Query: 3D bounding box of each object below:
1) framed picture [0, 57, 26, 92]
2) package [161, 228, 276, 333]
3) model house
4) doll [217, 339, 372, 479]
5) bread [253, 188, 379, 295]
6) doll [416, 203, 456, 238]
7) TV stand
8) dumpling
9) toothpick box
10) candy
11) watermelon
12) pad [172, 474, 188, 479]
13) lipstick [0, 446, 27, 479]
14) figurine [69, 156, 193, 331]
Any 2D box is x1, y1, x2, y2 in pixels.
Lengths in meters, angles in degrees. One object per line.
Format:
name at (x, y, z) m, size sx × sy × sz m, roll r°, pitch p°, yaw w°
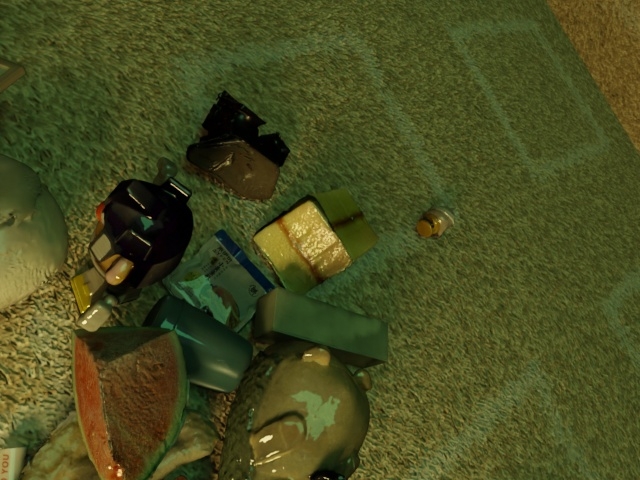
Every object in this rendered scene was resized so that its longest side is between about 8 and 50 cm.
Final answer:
framed picture at (-0.641, -0.249, 0.823) m, size 0.289 × 0.016 × 0.213 m, roll 23°, pitch 55°, yaw 9°
package at (-0.186, 0.087, 1.029) m, size 0.171 × 0.027 × 0.173 m, roll 47°, pitch 55°, yaw -6°
model house at (-0.163, -0.197, 1.135) m, size 0.203 × 0.141 × 0.164 m, roll 40°, pitch 27°, yaw -36°
doll at (-0.048, 0.338, 0.848) m, size 0.247 × 0.247 × 0.349 m, roll 32°, pitch 74°, yaw -17°
bread at (0.002, -0.001, 1.183) m, size 0.167 × 0.163 × 0.264 m, roll 57°, pitch 21°, yaw 4°
doll at (0.303, -0.046, 1.382) m, size 0.127 × 0.073 × 0.084 m, roll -30°, pitch 119°, yaw -34°
TV stand at (0.006, 0.178, 1.064) m, size 0.270 × 0.083 × 0.088 m, roll 21°, pitch 56°, yaw -27°
dumpling at (-0.324, 0.331, 0.794) m, size 0.332 × 0.086 × 0.166 m, roll -24°, pitch 63°, yaw -37°
toothpick box at (-0.210, 0.182, 0.915) m, size 0.184 × 0.120 × 0.120 m, roll 33°, pitch 55°, yaw -20°
candy at (-0.508, 0.002, 0.758) m, size 0.296 × 0.185 × 0.295 m, roll 6°, pitch 47°, yaw -6°
watermelon at (-0.262, 0.226, 0.783) m, size 0.146 × 0.128 × 0.231 m, roll -4°, pitch 75°, yaw -41°
pad at (-0.199, 0.534, 0.790) m, size 0.323 × 0.055 × 0.250 m, roll 58°, pitch 41°, yaw -27°
lipstick at (-0.428, 0.355, 0.745) m, size 0.038 × 0.038 × 0.130 m, roll 5°, pitch 66°, yaw -31°
figurine at (-0.289, 0.002, 0.846) m, size 0.143 × 0.308 × 0.308 m, roll 14°, pitch 62°, yaw -32°
